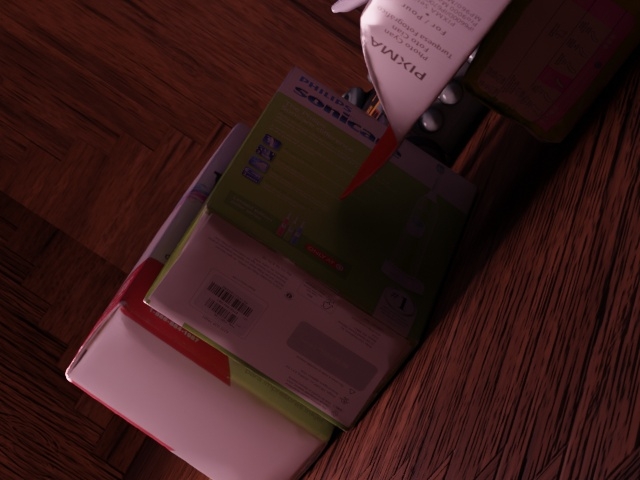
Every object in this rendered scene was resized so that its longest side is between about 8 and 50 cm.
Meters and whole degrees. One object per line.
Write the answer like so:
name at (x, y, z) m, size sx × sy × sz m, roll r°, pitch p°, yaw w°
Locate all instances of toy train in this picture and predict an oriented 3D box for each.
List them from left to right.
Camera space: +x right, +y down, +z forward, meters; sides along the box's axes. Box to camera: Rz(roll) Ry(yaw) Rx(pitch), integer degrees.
toy train at (0.124, -0.170, 2.122) m, size 0.334 × 0.142 × 0.190 m, roll -54°, pitch 16°, yaw 7°

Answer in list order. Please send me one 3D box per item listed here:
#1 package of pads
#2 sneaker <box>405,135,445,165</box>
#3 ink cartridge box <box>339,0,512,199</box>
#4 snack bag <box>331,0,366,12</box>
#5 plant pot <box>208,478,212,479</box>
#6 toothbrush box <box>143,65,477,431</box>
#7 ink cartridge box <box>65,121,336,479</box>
package of pads at (0.235, -0.237, 1.482) m, size 0.296 × 0.101 × 0.229 m, roll -54°, pitch 4°, yaw 31°
sneaker at (0.066, 0.000, 1.947) m, size 0.223 × 0.083 × 0.098 m, roll -59°, pitch 23°, yaw 33°
ink cartridge box at (0.118, -0.232, 1.481) m, size 0.308 × 0.091 × 0.385 m, roll -57°, pitch 4°, yaw -28°
snack bag at (0.199, -0.369, 2.160) m, size 0.323 × 0.037 × 0.342 m, roll -28°, pitch 4°, yaw 30°
plant pot at (-0.064, 0.208, 2.005) m, size 0.236 × 0.032 × 0.236 m, roll -57°, pitch 4°, yaw 7°
toothbrush box at (0.000, 0.000, 1.653) m, size 0.122 × 0.206 × 0.283 m, roll -54°, pitch 5°, yaw 33°
ink cartridge box at (-0.064, 0.063, 1.767) m, size 0.131 × 0.226 × 0.306 m, roll -52°, pitch 7°, yaw 41°
